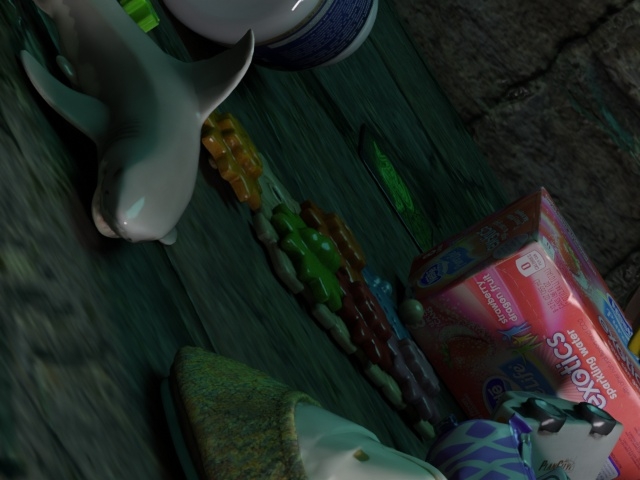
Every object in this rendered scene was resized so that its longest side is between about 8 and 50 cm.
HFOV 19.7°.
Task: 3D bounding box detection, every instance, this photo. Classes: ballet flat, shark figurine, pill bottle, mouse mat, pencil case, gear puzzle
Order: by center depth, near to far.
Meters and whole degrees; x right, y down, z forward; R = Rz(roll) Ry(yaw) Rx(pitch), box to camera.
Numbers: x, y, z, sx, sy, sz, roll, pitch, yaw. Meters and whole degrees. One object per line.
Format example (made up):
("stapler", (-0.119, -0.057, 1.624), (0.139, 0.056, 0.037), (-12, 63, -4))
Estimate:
("ballet flat", (0.027, 0.165, 0.811), (0.123, 0.123, 0.348), (48, 14, -47))
("shark figurine", (-0.101, -0.112, 1.032), (0.278, 0.116, 0.166), (65, 10, 24))
("pencil case", (0.133, 0.209, 1.276), (0.086, 0.088, 0.206), (50, 14, -33))
("gear puzzle", (0.000, 0.000, 1.375), (0.339, 0.044, 0.175), (50, 13, -41))
("pill bottle", (-0.036, -0.225, 1.563), (0.153, 0.153, 0.265), (60, 10, 9))
("mouse mat", (0.087, -0.054, 2.083), (0.152, 0.007, 0.189), (56, 9, -11))

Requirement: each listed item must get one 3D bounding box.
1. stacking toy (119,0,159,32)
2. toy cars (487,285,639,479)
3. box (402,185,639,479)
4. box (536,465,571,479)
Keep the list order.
("stacking toy", (-0.085, -0.253, 1.368), (0.052, 0.167, 0.221), (49, 13, -43))
("toy cars", (0.240, 0.114, 1.558), (0.087, 0.394, 0.176), (36, -35, 32))
("box", (0.218, 0.125, 1.720), (0.300, 0.154, 0.142), (55, 19, -14))
("box", (0.210, 0.321, 1.317), (0.169, 0.087, 0.290), (52, 12, -36))
